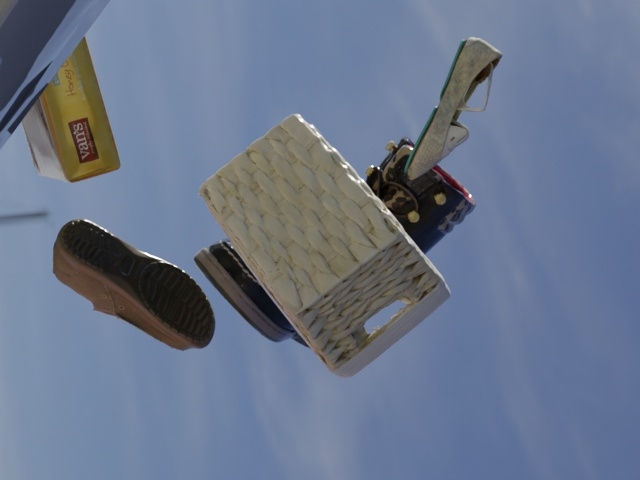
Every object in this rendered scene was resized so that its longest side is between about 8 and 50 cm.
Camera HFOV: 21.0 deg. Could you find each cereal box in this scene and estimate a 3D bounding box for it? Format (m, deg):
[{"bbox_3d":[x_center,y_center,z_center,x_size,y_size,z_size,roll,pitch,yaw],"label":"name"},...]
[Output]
[{"bbox_3d":[-0.219,-0.136,1.386,0.240,0.047,0.173,-163,-123,-74],"label":"cereal box"}]

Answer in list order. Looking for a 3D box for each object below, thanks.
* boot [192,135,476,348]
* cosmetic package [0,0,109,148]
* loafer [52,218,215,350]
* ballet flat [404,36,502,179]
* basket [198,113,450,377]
[{"bbox_3d":[0.026,-0.004,2.127,0.284,0.377,0.138,-45,-119,9],"label":"boot"},{"bbox_3d":[-0.216,-0.076,0.745,0.385,0.156,0.217,-49,-175,31],"label":"cosmetic package"},{"bbox_3d":[-0.148,0.038,1.357,0.050,0.148,0.056,-38,-162,50],"label":"loafer"},{"bbox_3d":[0.144,-0.135,1.834,0.057,0.052,0.168,34,80,-80],"label":"ballet flat"},{"bbox_3d":[0.000,0.000,1.303,0.167,0.113,0.103,50,-3,35],"label":"basket"}]
